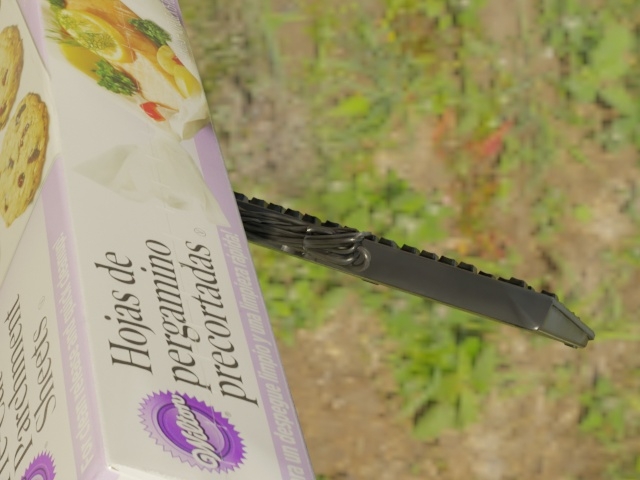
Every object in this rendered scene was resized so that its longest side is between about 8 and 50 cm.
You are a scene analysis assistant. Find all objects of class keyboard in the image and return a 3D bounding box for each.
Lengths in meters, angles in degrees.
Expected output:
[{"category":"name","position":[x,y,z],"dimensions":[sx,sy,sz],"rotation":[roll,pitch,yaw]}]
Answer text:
[{"category":"keyboard","position":[0.000,0.000,1.149],"dimensions":[0.201,0.317,0.033],"rotation":[21,86,-65]}]

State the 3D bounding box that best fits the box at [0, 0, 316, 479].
[{"category":"box","position":[-0.068,-0.006,0.580],"dimensions":[0.063,0.324,0.067],"rotation":[19,118,-24]}]
